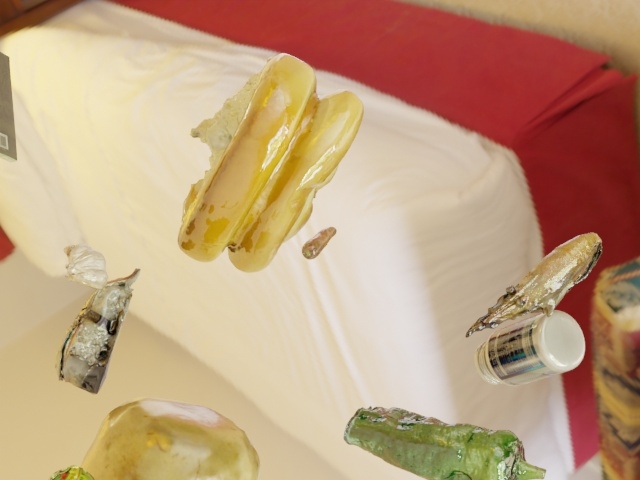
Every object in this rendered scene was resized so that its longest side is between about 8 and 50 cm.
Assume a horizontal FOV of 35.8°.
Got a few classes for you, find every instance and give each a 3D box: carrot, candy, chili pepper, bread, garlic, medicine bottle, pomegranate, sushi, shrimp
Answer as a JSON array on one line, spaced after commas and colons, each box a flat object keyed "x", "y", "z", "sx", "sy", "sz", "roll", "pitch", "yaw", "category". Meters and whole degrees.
[{"x": 0.000, "y": 0.000, "z": 2.449, "sx": 0.047, "sy": 0.191, "sz": 0.047, "roll": 7, "pitch": 111, "yaw": 17, "category": "carrot"}, {"x": -0.294, "y": 0.426, "z": 1.430, "sx": 0.073, "sy": 0.077, "sz": 0.262, "roll": -36, "pitch": 106, "yaw": 28, "category": "candy"}, {"x": 0.180, "y": 0.294, "z": 1.379, "sx": 0.270, "sy": 0.099, "sz": 0.136, "roll": 12, "pitch": 157, "yaw": 30, "category": "chili pepper"}, {"x": -0.113, "y": -0.140, "z": 1.871, "sx": 0.424, "sy": 0.245, "sz": 0.329, "roll": -58, "pitch": 28, "yaw": 22, "category": "bread"}, {"x": -0.441, "y": 0.047, "z": 1.851, "sx": 0.113, "sy": 0.074, "sz": 0.094, "roll": 34, "pitch": 165, "yaw": 21, "category": "garlic"}, {"x": 0.358, "y": 0.193, "z": 1.724, "sx": 0.107, "sy": 0.107, "sz": 0.191, "roll": 55, "pitch": 144, "yaw": -2, "category": "medicine bottle"}, {"x": -0.270, "y": 0.433, "z": 1.767, "sx": 0.332, "sy": 0.332, "sz": 0.333, "roll": 41, "pitch": 153, "yaw": 27, "category": "pomegranate"}, {"x": -0.458, "y": 0.169, "z": 2.017, "sx": 0.109, "sy": 0.273, "sz": 0.134, "roll": 19, "pitch": 169, "yaw": -10, "category": "sushi"}, {"x": 0.338, "y": 0.089, "z": 1.511, "sx": 0.066, "sy": 0.262, "sz": 0.117, "roll": 46, "pitch": 171, "yaw": 43, "category": "shrimp"}]

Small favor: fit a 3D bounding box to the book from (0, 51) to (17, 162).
[{"x": -0.646, "y": -0.277, "z": 1.903, "sx": 0.160, "sy": 0.024, "sz": 0.228, "roll": 26, "pitch": -129, "yaw": -64, "category": "book"}]
